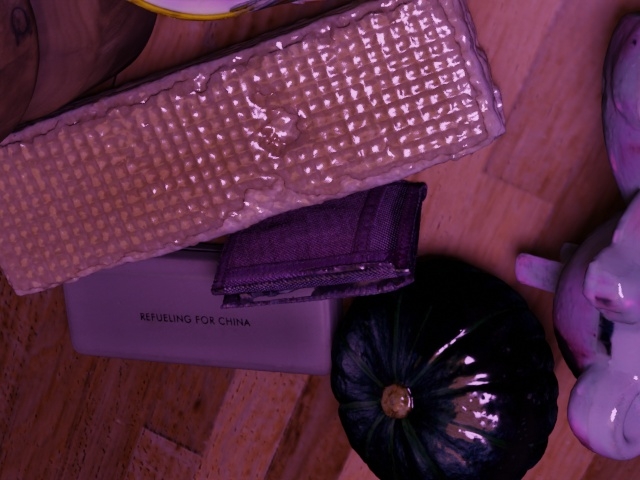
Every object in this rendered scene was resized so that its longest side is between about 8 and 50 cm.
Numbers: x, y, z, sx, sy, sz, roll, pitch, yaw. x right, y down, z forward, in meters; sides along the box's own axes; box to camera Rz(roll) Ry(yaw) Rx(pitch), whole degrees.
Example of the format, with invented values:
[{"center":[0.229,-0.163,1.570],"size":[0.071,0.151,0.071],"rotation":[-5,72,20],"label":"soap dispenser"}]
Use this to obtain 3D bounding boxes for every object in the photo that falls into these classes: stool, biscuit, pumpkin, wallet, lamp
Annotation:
[{"center":[-0.248,-0.166,0.899],"size":[0.179,0.264,0.179],"rotation":[6,113,14],"label":"stool"},{"center":[-0.073,-0.076,0.961],"size":[0.425,0.078,0.144],"rotation":[-18,106,16],"label":"biscuit"},{"center":[0.095,0.109,0.964],"size":[0.194,0.150,0.194],"rotation":[25,134,29],"label":"pumpkin"},{"center":[0.000,-0.001,0.979],"size":[0.165,0.111,0.030],"rotation":[-8,133,19],"label":"wallet"},{"center":[0.249,-0.010,0.860],"size":[0.247,0.247,0.301],"rotation":[16,112,44],"label":"lamp"}]

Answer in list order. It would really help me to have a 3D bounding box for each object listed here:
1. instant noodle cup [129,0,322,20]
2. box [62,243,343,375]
[{"center":[-0.055,-0.271,0.834],"size":[0.264,0.200,0.264],"rotation":[7,113,16],"label":"instant noodle cup"},{"center":[-0.102,0.056,1.063],"size":[0.243,0.055,0.103],"rotation":[3,113,15],"label":"box"}]
